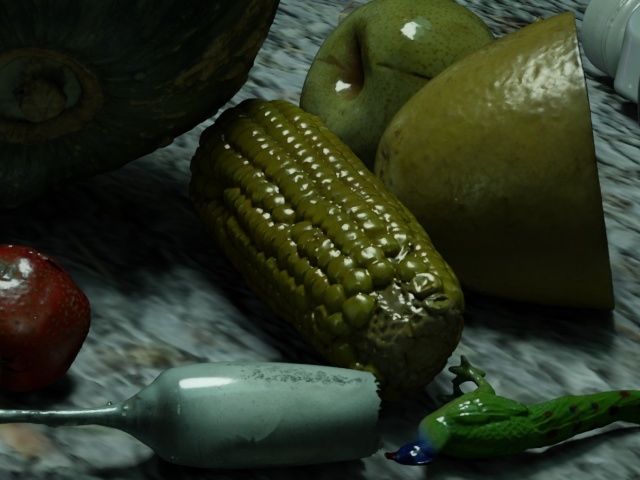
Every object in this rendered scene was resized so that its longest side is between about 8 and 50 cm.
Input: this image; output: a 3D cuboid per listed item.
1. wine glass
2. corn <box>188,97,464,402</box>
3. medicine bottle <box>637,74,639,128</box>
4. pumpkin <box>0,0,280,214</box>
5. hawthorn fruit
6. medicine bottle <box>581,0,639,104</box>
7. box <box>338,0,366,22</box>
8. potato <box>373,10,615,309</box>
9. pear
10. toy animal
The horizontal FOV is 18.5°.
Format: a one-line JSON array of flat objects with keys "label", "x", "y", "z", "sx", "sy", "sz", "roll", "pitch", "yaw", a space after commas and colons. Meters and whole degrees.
[{"label": "wine glass", "x": -0.086, "y": 0.096, "z": 1.095, "sx": 0.262, "sy": 0.074, "sz": 0.074, "roll": 2, "pitch": 25, "yaw": -17}, {"label": "corn", "x": 0.000, "y": 0.000, "z": 1.281, "sx": 0.119, "sy": 0.119, "sz": 0.322, "roll": -3, "pitch": 30, "yaw": -25}, {"label": "medicine bottle", "x": 0.345, "y": -0.052, "z": 1.348, "sx": 0.245, "sy": 0.245, "sz": 0.306, "roll": 9, "pitch": 30, "yaw": 1}, {"label": "pumpkin", "x": -0.182, "y": -0.169, "z": 1.336, "sx": 0.328, "sy": 0.291, "sz": 0.257, "roll": -14, "pitch": 52, "yaw": -3}, {"label": "hawthorn fruit", "x": -0.182, "y": 0.050, "z": 1.158, "sx": 0.093, "sy": 0.093, "sz": 0.093, "roll": 7, "pitch": 24, "yaw": -3}, {"label": "medicine bottle", "x": 0.356, "y": -0.144, "z": 1.720, "sx": 0.161, "sy": 0.111, "sz": 0.296, "roll": -6, "pitch": 27, "yaw": -29}, {"label": "box", "x": 0.063, "y": -0.210, "z": 1.886, "sx": 0.083, "sy": 0.012, "sz": 0.046, "roll": 16, "pitch": 26, "yaw": 14}, {"label": "potato", "x": 0.115, "y": -0.046, "z": 1.347, "sx": 0.158, "sy": 0.203, "sz": 0.178, "roll": -5, "pitch": 27, "yaw": 4}, {"label": "pear", "x": 0.067, "y": -0.106, "z": 1.475, "sx": 0.137, "sy": 0.167, "sz": 0.167, "roll": 26, "pitch": 15, "yaw": -28}, {"label": "toy animal", "x": 0.120, "y": 0.101, "z": 1.187, "sx": 0.217, "sy": 0.041, "sz": 0.075, "roll": -6, "pitch": 29, "yaw": -37}]
